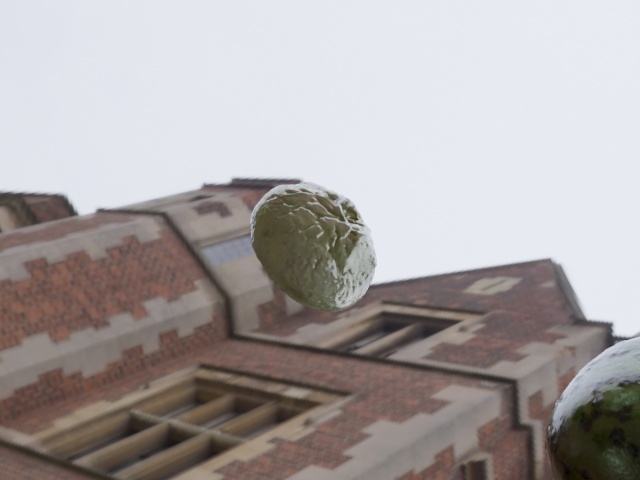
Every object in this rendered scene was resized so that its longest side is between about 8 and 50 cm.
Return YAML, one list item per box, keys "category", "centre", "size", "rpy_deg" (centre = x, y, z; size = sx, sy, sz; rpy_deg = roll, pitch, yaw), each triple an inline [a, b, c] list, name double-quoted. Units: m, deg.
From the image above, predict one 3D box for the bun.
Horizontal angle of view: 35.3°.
- category: "bun"
  centre: [0.000, 0.000, 0.807]
  size: [0.069, 0.115, 0.115]
  rpy_deg: [-44, -109, 27]

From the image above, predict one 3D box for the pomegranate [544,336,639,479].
- category: "pomegranate"
  centre: [0.247, 0.136, 0.664]
  size: [0.205, 0.159, 0.159]
  rpy_deg: [-21, -92, 37]
